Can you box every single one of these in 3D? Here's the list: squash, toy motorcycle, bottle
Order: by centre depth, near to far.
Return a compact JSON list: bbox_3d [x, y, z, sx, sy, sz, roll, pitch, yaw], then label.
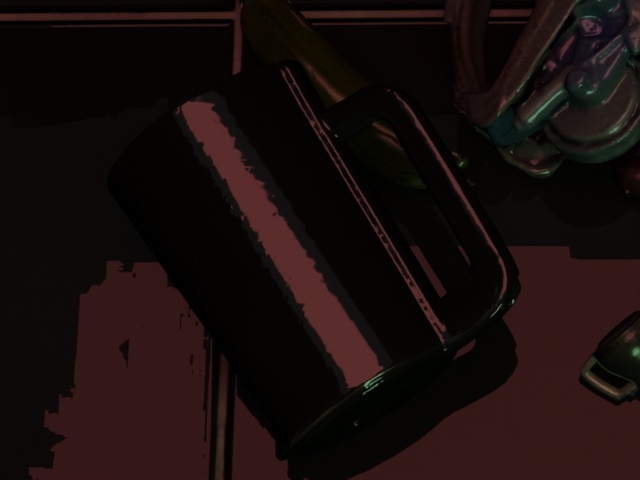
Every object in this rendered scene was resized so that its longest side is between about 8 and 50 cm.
[{"bbox_3d":[0.233,-0.228,1.803,0.241,0.182,0.319,23,78,11],"label":"toy motorcycle"},{"bbox_3d":[0.325,-0.052,1.813,0.101,0.063,0.047,16,104,12],"label":"bottle"},{"bbox_3d":[0.013,-0.140,1.856,0.318,0.080,0.071,44,117,16],"label":"squash"}]

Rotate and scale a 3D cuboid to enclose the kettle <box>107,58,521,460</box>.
[{"bbox_3d":[-0.003,0.006,1.754,0.262,0.203,0.308,-31,76,-12],"label":"kettle"}]

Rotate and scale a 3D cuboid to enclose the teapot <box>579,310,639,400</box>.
[{"bbox_3d":[0.280,0.107,1.767,0.088,0.066,0.057,-43,87,19],"label":"teapot"}]
